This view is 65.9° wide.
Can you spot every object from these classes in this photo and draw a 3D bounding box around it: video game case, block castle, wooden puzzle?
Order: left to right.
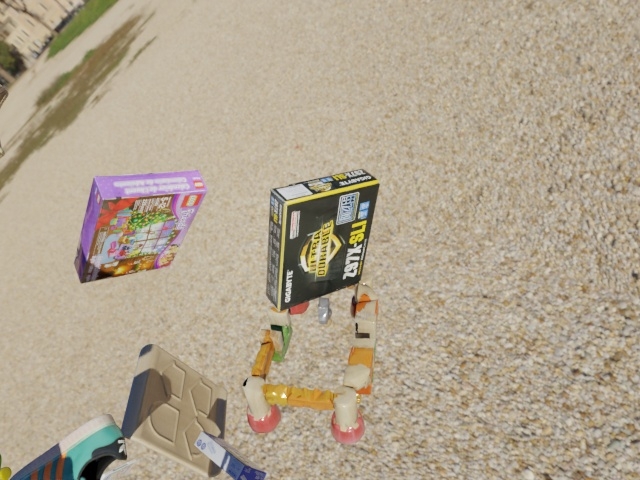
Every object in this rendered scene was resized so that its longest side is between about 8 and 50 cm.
[{"bbox_3d":[-0.657,0.747,1.577,0.011,0.122,0.087,48,112,20],"label":"video game case"},{"bbox_3d":[-0.445,0.529,1.525,0.080,0.348,0.322,-35,34,20],"label":"wooden puzzle"},{"bbox_3d":[-0.004,0.290,1.314,0.302,0.213,0.453,3,43,11],"label":"block castle"}]

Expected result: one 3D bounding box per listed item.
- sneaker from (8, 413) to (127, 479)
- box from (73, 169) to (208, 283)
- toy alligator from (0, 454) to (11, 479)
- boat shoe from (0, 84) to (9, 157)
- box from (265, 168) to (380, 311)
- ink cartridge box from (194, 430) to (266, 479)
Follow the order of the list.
[{"bbox_3d":[-0.564,0.523,1.076,0.302,0.108,0.121,-39,65,-10],"label":"sneaker"},{"bbox_3d":[-0.371,-0.025,1.004,0.293,0.200,0.057,-50,61,44],"label":"box"},{"bbox_3d":[-0.723,0.574,1.099,0.056,0.051,0.190,-14,84,13],"label":"toy alligator"},{"bbox_3d":[-0.671,-0.193,0.970,0.095,0.095,0.258,-16,50,46],"label":"boat shoe"},{"bbox_3d":[0.000,0.000,1.203,0.257,0.322,0.079,-17,43,-30],"label":"box"},{"bbox_3d":[-0.249,0.598,1.353,0.207,0.097,0.046,12,66,45],"label":"ink cartridge box"}]
